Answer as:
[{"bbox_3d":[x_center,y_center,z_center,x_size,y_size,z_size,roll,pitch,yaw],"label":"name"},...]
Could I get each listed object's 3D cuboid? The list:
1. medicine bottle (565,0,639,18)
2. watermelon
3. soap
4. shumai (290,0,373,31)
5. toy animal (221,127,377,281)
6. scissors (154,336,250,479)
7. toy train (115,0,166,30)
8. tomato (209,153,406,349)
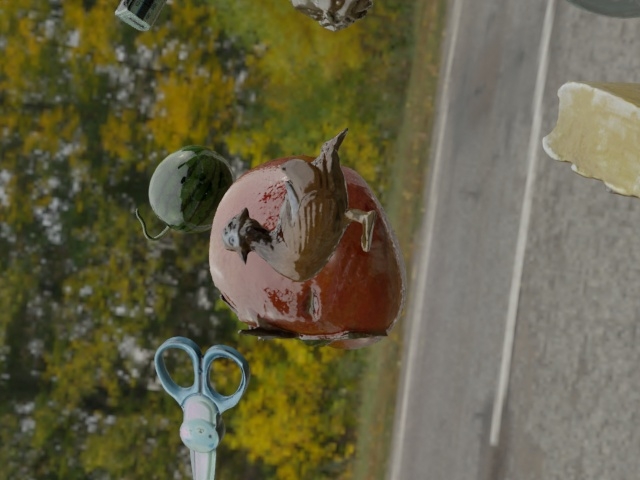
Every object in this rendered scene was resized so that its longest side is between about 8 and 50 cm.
[{"bbox_3d":[0.296,-0.378,1.096,0.306,0.245,0.245,-80,2,-50],"label":"medicine bottle"},{"bbox_3d":[-0.225,-0.070,1.847,0.187,0.140,0.141,-54,14,18],"label":"watermelon"},{"bbox_3d":[0.574,-0.152,1.764,0.293,0.335,0.156,43,128,51],"label":"soap"},{"bbox_3d":[-0.017,-0.330,1.202,0.206,0.175,0.166,-108,40,-64],"label":"shumai"},{"bbox_3d":[-0.022,-0.045,1.308,0.089,0.179,0.188,20,-102,-85],"label":"toy animal"},{"bbox_3d":[-0.152,0.244,1.436,0.030,0.125,0.256,-55,-30,-60],"label":"scissors"},{"bbox_3d":[-0.177,-0.383,1.400,0.252,0.048,0.055,-63,20,-9],"label":"toy train"},{"bbox_3d":[0.001,0.002,1.521,0.170,0.309,0.309,133,145,-70],"label":"tomato"}]
